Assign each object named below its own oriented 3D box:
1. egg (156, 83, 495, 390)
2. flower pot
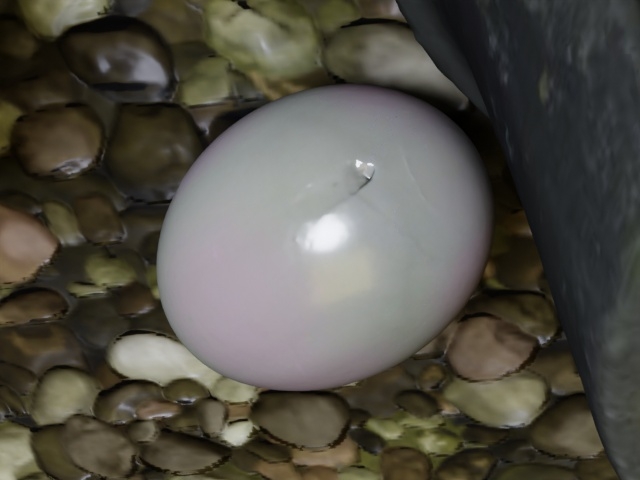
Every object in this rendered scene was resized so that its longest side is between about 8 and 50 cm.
[{"bbox_3d":[0.000,0.000,0.708,0.135,0.103,0.103,-29,126,36],"label":"egg"},{"bbox_3d":[0.188,-0.047,0.531,0.379,0.251,0.379,3,137,2],"label":"flower pot"}]
